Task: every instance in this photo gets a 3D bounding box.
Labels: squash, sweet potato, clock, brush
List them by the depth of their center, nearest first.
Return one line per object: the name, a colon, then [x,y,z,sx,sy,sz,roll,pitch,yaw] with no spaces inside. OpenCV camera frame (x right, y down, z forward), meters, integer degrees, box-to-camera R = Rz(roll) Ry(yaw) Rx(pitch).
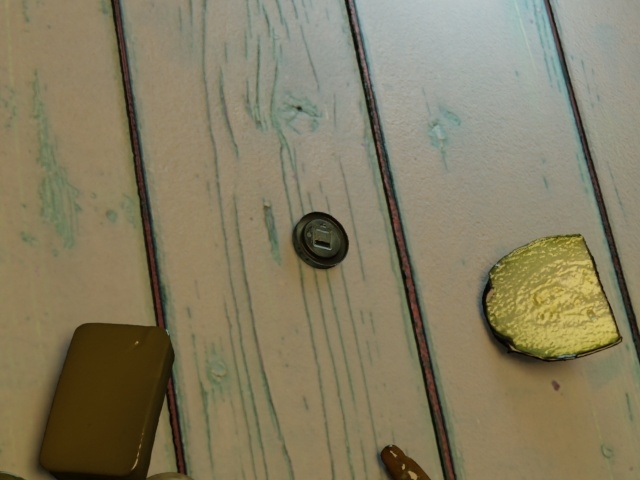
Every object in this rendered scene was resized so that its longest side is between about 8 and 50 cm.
brush: [-0.251,0.195,1.695,0.123,0.059,0.197,4,58,11]
sweet potato: [0.200,0.409,1.879,0.346,0.079,0.108,42,25,-4]
clock: [0.000,0.000,1.995,0.085,0.017,0.085,13,61,-25]
squash: [0.329,0.101,2.115,0.184,0.085,0.192,-14,70,-5]

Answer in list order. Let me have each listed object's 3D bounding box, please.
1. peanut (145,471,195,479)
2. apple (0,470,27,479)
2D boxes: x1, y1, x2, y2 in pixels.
peanut: [-0.230,0.360,1.632,0.125,0.111,0.274,27,41,28]
apple: [-0.410,0.381,1.383,0.312,0.320,0.360,10,77,6]
